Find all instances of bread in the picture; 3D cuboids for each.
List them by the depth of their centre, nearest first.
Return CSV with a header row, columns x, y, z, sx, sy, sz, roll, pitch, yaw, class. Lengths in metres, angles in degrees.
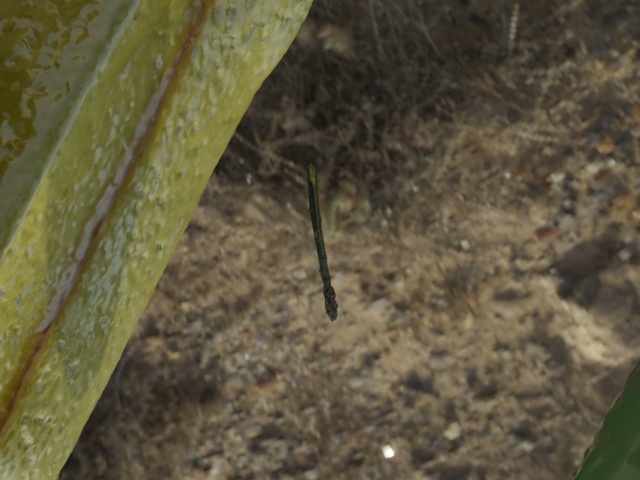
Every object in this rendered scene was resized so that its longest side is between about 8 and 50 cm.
x,y,z,sx,sy,sz,roll,pitch,yaw,class
-0.128,-0.037,0.824,0.362,0.245,0.233,-34,162,7,bread

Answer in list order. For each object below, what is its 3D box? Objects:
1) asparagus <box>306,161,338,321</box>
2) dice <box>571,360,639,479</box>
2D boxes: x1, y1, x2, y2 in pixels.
x,y,z,sx,sy,sz,roll,pitch,yaw,class
0.000,0.000,1.306,0.016,0.166,0.013,-13,160,16,asparagus
0.259,0.125,0.303,0.330,0.322,0.318,41,134,-12,dice
